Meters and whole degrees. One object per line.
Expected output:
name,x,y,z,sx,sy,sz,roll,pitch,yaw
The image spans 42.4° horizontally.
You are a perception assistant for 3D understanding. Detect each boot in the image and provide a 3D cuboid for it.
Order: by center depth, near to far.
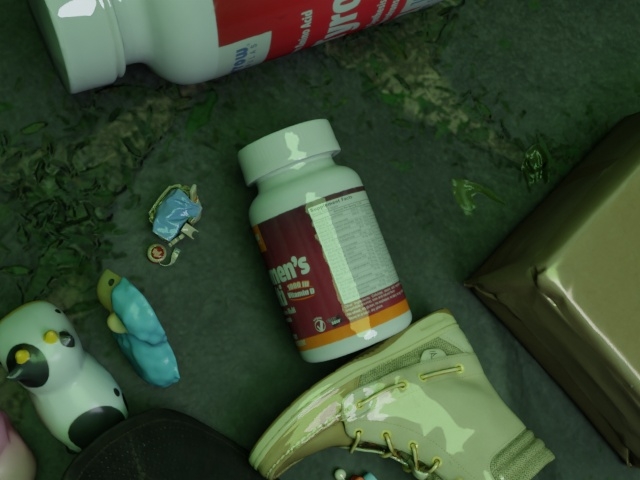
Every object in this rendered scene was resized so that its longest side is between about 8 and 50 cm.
boot,0.082,0.210,0.811,0.262,0.095,0.203,-29,72,-23

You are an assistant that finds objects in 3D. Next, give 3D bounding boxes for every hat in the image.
hat,-0.120,0.319,0.727,0.134,0.331,0.331,-38,95,26

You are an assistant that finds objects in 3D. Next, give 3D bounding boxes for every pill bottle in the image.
pill bottle,-0.074,-0.286,0.787,0.407,0.229,0.229,-23,89,-17
pill bottle,0.000,0.000,0.826,0.121,0.121,0.221,-21,89,-17

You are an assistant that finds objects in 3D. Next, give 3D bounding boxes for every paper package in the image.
paper package,0.386,0.044,0.906,0.325,0.168,0.309,-44,97,-17

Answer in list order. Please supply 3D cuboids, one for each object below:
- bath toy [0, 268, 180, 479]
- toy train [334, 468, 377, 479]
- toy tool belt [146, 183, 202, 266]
bath toy,-0.288,0.171,0.721,0.348,0.129,0.151,-40,95,-16
toy train,0.098,0.261,0.859,0.166,0.046,0.125,-33,93,-17
toy tool belt,-0.148,-0.017,0.823,0.052,0.051,0.083,30,76,-10
